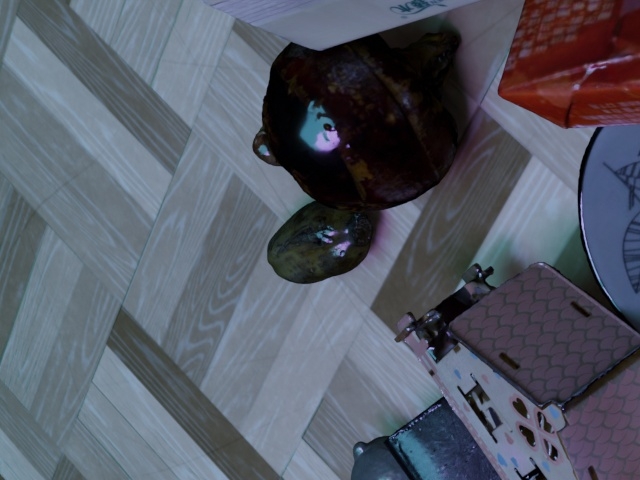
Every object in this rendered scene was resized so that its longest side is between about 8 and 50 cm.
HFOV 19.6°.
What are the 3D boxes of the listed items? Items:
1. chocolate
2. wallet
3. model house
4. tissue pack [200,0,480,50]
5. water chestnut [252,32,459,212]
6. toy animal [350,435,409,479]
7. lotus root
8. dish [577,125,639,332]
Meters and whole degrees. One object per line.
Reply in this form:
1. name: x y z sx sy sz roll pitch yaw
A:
1. chocolate: 0.301 -0.214 1.654 0.235 0.237 0.108 -1 152 45
2. wallet: 0.223 0.304 2.042 0.172 0.045 0.318 -36 77 9
3. model house: 0.243 0.149 1.854 0.326 0.169 0.244 56 162 9
4. tissue pack: 0.073 -0.370 1.749 0.380 0.207 0.297 -10 68 48
5. water chestnut: 0.050 -0.139 1.973 0.223 0.238 0.223 46 175 5
6. toy animal: 0.137 0.305 2.129 0.236 0.108 0.138 18 151 42
7. lotus root: 0.000 0.000 2.156 0.179 0.080 0.089 -22 106 52
8. dish: 0.399 -0.021 1.730 0.316 0.106 0.316 19 120 36
